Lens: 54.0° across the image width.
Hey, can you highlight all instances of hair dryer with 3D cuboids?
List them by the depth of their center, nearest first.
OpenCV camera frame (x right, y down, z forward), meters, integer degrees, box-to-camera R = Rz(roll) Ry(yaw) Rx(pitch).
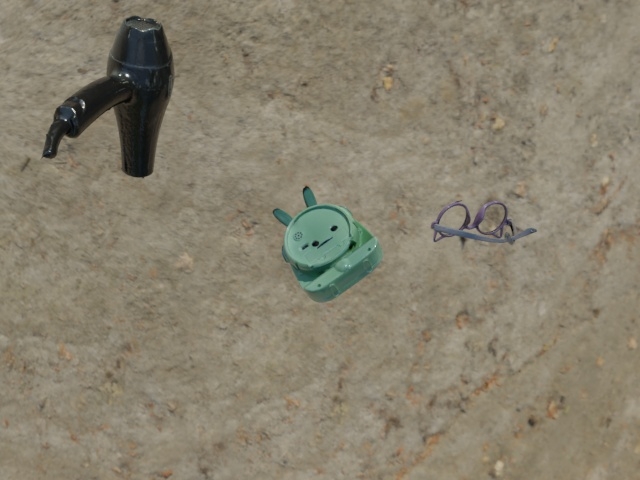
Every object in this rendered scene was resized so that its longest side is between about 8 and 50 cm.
[{"bbox_3d":[-0.286,-0.152,0.814,0.271,0.091,0.235,-54,162,-55],"label":"hair dryer"}]

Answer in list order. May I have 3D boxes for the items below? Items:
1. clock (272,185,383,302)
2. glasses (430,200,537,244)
[{"bbox_3d":[0.000,0.000,0.726,0.101,0.135,0.041,-37,145,-3],"label":"clock"},{"bbox_3d":[0.237,-0.008,0.862,0.140,0.104,0.062,-3,118,-26],"label":"glasses"}]
